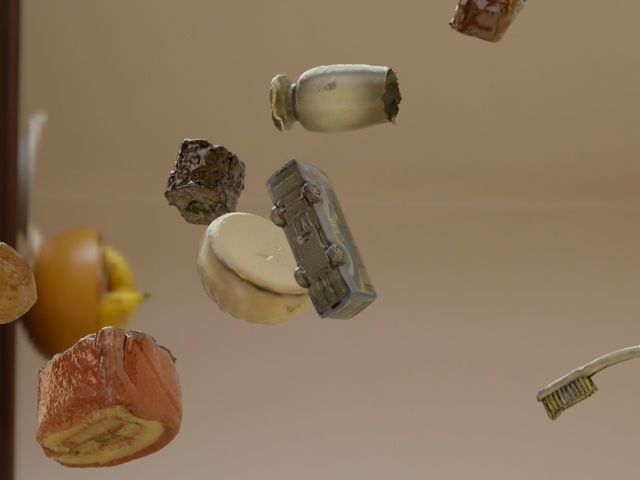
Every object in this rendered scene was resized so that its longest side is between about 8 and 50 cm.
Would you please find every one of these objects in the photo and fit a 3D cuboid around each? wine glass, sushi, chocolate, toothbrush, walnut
[{"bbox_3d":[0.023,-0.229,2.716,0.111,0.204,0.111,-2,90,-71],"label":"wine glass"},{"bbox_3d":[-0.147,-0.070,2.073,0.094,0.098,0.084,56,42,-54],"label":"sushi"},{"bbox_3d":[0.245,-0.366,2.228,0.214,0.093,0.148,-61,169,-50],"label":"chocolate"},{"bbox_3d":[0.444,0.104,1.976,0.042,0.413,0.035,63,-1,17],"label":"toothbrush"},{"bbox_3d":[-0.379,0.049,1.883,0.105,0.124,0.105,-160,-90,-88],"label":"walnut"}]

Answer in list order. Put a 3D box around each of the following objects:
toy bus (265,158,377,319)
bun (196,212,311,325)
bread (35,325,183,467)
[{"bbox_3d":[0.000,0.000,1.534,0.051,0.061,0.153,-37,-122,27],"label":"toy bus"},{"bbox_3d":[-0.075,0.043,1.782,0.094,0.138,0.138,-58,-152,33],"label":"bun"},{"bbox_3d":[-0.314,0.236,2.411,0.244,0.190,0.123,-30,-133,34],"label":"bread"}]
